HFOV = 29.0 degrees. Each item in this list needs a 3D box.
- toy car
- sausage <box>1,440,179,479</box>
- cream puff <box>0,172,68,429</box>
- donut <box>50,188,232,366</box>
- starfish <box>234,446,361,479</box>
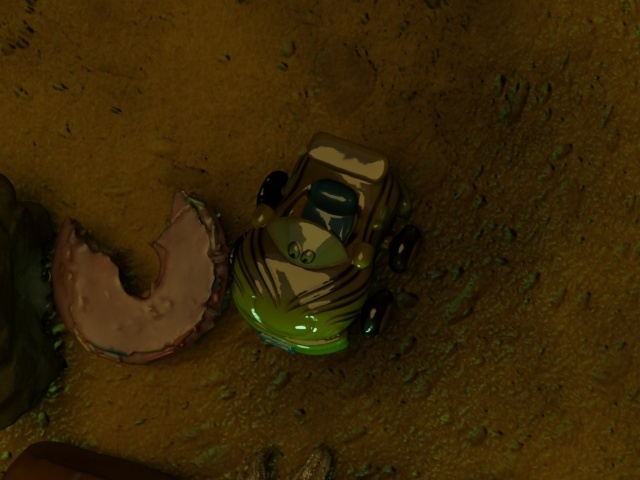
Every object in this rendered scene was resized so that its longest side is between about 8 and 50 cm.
[{"bbox_3d":[0.000,0.000,1.392,0.200,0.142,0.248,19,74,13],"label":"toy car"},{"bbox_3d":[-0.267,0.321,1.466,0.241,0.120,0.136,8,94,17],"label":"sausage"},{"bbox_3d":[-0.467,0.076,1.474,0.269,0.274,0.323,-8,81,8],"label":"cream puff"},{"bbox_3d":[-0.208,0.052,1.494,0.233,0.085,0.199,-11,81,15],"label":"donut"},{"bbox_3d":[-0.039,0.357,1.428,0.238,0.071,0.216,-47,69,14],"label":"starfish"}]
